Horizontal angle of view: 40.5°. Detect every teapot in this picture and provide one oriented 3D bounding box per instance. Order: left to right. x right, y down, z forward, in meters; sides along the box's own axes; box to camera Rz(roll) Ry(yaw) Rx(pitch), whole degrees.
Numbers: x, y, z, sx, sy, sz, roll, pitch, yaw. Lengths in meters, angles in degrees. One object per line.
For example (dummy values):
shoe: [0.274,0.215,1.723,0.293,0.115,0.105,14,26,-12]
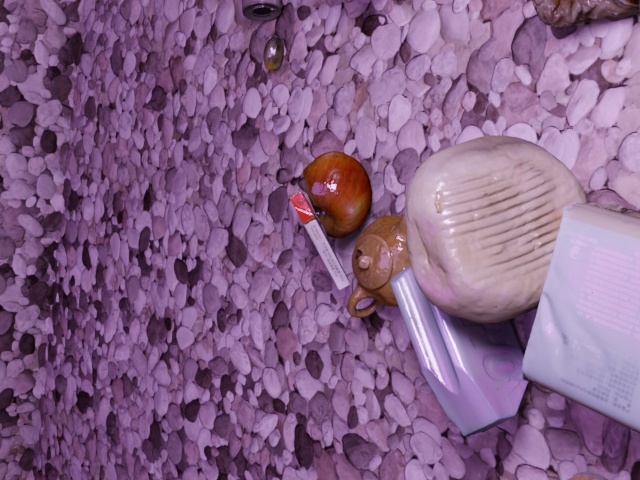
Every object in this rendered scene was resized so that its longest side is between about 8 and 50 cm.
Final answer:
teapot: [0.138,0.055,1.912,0.203,0.167,0.311,54,128,34]

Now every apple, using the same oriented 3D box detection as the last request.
apple: [0.040,-0.108,2.023,0.160,0.195,0.173,-13,37,18]

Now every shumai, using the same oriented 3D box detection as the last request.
shumai: [0.492,-0.460,1.559,0.186,0.218,0.183,27,120,5]

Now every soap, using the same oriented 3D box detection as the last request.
soap: [0.286,0.199,1.708,0.115,0.208,0.346,-38,61,42]

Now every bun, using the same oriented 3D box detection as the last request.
bun: [0.307,-0.024,1.594,0.213,0.361,0.360,159,108,-70]

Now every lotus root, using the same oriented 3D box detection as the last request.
lotus root: [-0.123,-0.501,2.306,0.049,0.054,0.099,22,106,57]

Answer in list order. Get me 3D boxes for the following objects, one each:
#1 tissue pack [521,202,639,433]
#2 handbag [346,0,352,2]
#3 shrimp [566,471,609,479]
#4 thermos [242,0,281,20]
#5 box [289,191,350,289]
tissue pack: [0.566,0.143,1.390,0.405,0.205,0.331,23,107,46]
handbag: [0.114,-0.635,1.898,0.190,0.252,0.193,45,131,31]
shrimp: [0.470,0.532,1.620,0.251,0.052,0.143,-48,45,28]
thermos: [-0.144,-0.699,2.312,0.137,0.105,0.193,-8,76,23]
box: [0.000,0.000,2.050,0.035,0.139,0.245,-27,89,2]
